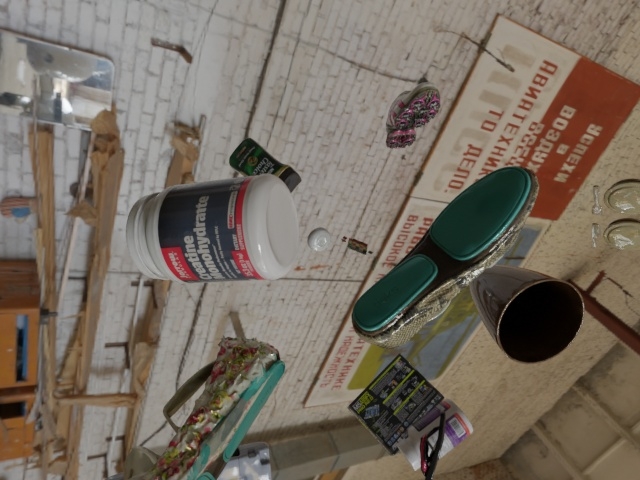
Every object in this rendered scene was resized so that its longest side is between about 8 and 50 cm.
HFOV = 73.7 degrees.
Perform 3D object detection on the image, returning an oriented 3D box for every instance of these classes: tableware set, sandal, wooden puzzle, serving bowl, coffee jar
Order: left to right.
[{"bbox_3d":[-0.142,-0.180,1.110,0.184,0.079,0.096,37,-94,16],"label":"coffee jar"},{"bbox_3d":[0.000,0.000,1.401,0.027,0.083,0.083,37,-62,55],"label":"serving bowl"},{"bbox_3d":[0.090,0.013,1.039,0.049,0.083,0.006,-72,-176,-61],"label":"wooden puzzle"},{"bbox_3d":[0.203,0.410,0.811,0.040,0.067,0.179,16,-88,22],"label":"sandal"},{"bbox_3d":[0.624,-0.054,0.861,0.128,0.194,0.039,5,-129,36],"label":"tableware set"}]

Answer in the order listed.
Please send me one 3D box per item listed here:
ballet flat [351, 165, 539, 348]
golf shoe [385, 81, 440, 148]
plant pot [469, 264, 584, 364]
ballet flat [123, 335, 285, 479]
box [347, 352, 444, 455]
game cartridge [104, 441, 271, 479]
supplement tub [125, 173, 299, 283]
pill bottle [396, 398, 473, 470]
[{"bbox_3d":[0.275,0.054,0.924,0.483,0.182,0.164,-46,-137,8],"label":"ballet flat"},{"bbox_3d":[0.152,-0.233,0.753,0.186,0.068,0.085,131,-45,-76],"label":"golf shoe"},{"bbox_3d":[0.476,0.151,1.065,0.230,0.216,0.215,-120,-138,-69],"label":"plant pot"},{"bbox_3d":[-0.118,0.184,0.377,0.077,0.241,0.091,23,-43,15],"label":"ballet flat"},{"bbox_3d":[0.265,0.569,1.499,0.216,0.270,0.060,43,-21,19],"label":"box"},{"bbox_3d":[-0.237,0.510,0.798,0.062,0.297,0.198,-166,-107,-71],"label":"game cartridge"},{"bbox_3d":[-0.193,-0.017,0.795,0.272,0.191,0.191,-5,-100,18],"label":"supplement tub"},{"bbox_3d":[0.309,0.535,1.170,0.108,0.194,0.108,54,-10,15],"label":"pill bottle"}]
